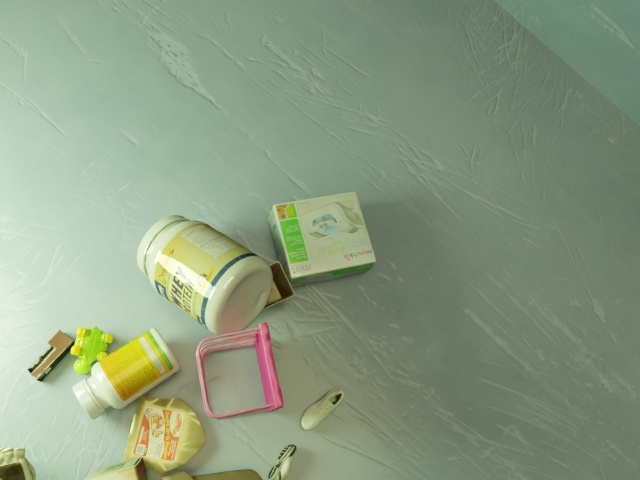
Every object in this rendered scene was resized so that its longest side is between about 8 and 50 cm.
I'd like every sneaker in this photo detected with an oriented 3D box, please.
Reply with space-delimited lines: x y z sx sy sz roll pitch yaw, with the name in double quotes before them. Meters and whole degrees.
"sneaker" -0.095 0.600 1.597 0.043 0.040 0.109 40 72 -15
"sneaker" 0.006 0.463 1.647 0.152 0.061 0.054 -42 86 -19

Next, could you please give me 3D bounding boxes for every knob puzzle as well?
"knob puzzle" -0.399 0.510 1.562 0.213 0.030 0.213 4 71 -10

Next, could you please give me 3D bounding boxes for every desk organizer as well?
"desk organizer" -0.707 0.301 1.558 0.050 0.047 0.130 37 69 4

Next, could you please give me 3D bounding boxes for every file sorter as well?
"file sorter" -0.214 0.347 1.518 0.182 0.291 0.202 -9 74 -12

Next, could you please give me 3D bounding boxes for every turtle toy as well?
"turtle toy" -0.612 0.289 1.570 0.095 0.066 0.130 22 70 -29

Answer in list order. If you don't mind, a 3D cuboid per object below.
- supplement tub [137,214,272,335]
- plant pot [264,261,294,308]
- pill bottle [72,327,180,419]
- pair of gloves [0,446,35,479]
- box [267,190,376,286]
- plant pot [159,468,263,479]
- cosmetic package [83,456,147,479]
"supplement tub" -0.308 0.085 1.573 0.316 0.228 0.228 29 66 27
"plant pot" -0.151 0.140 1.700 0.109 0.096 0.109 -23 78 -19
"pill bottle" -0.501 0.346 1.537 0.245 0.136 0.136 -33 81 -20
"pair of gloves" -0.802 0.591 1.402 0.240 0.042 0.204 -7 101 -13
"box" 0.000 0.000 1.764 0.261 0.127 0.231 -10 73 -16
"plant pot" -0.246 0.666 1.445 0.229 0.263 0.263 -10 74 -32
"cosmetic package" -0.460 0.688 1.412 0.129 0.153 0.296 -13 82 -13
